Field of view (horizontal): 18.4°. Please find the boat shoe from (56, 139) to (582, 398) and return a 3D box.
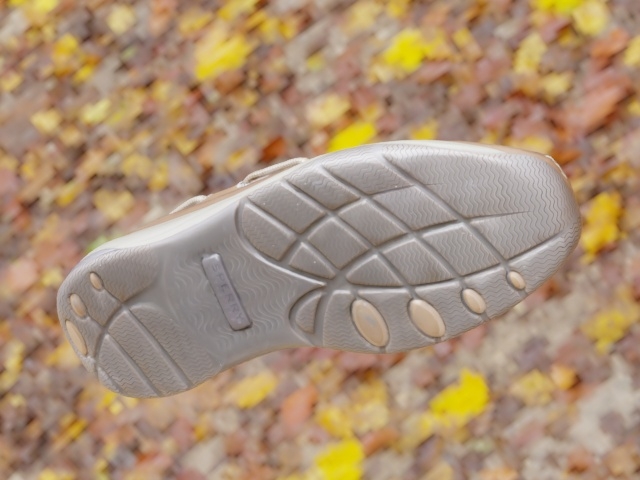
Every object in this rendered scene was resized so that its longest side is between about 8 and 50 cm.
[{"bbox_3d":[0.000,0.000,1.141,0.324,0.123,0.116,-11,17,27],"label":"boat shoe"}]
